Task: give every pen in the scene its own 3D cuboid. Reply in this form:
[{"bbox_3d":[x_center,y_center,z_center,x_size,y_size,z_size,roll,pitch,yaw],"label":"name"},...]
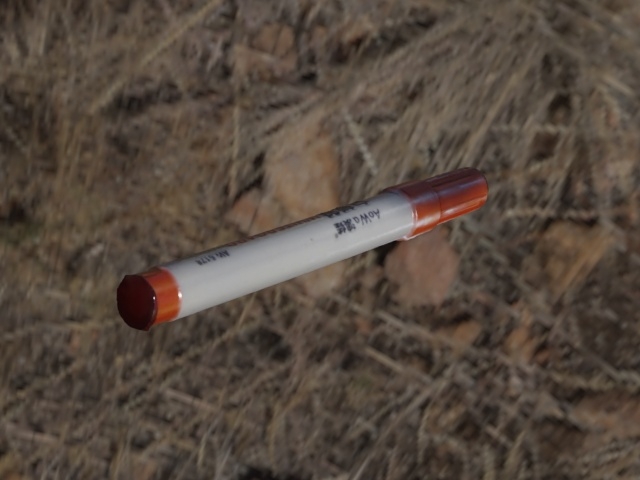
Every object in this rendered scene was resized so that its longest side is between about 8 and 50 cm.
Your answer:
[{"bbox_3d":[0.000,0.000,0.833,0.239,0.028,0.028,-19,65,-45],"label":"pen"}]
